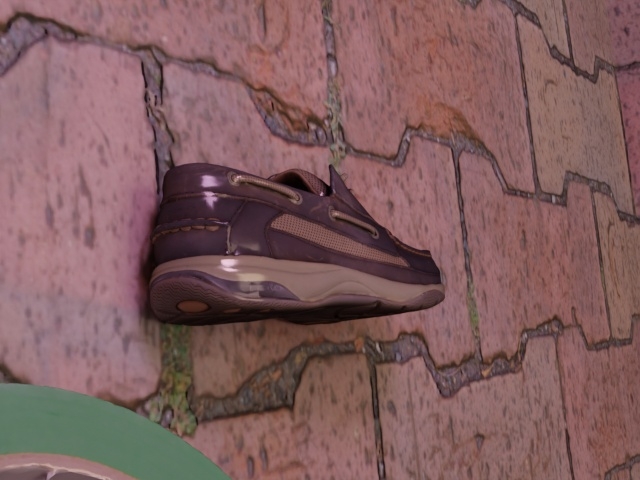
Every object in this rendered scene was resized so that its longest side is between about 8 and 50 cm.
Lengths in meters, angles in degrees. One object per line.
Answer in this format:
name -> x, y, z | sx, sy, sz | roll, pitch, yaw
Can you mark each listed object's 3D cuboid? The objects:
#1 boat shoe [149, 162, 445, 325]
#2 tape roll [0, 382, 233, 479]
boat shoe -> 0.000, 0.000, 0.859 | 0.355, 0.132, 0.130 | 8, 75, -59
tape roll -> -0.132, 0.224, 0.486 | 0.321, 0.077, 0.321 | 27, 38, -24
